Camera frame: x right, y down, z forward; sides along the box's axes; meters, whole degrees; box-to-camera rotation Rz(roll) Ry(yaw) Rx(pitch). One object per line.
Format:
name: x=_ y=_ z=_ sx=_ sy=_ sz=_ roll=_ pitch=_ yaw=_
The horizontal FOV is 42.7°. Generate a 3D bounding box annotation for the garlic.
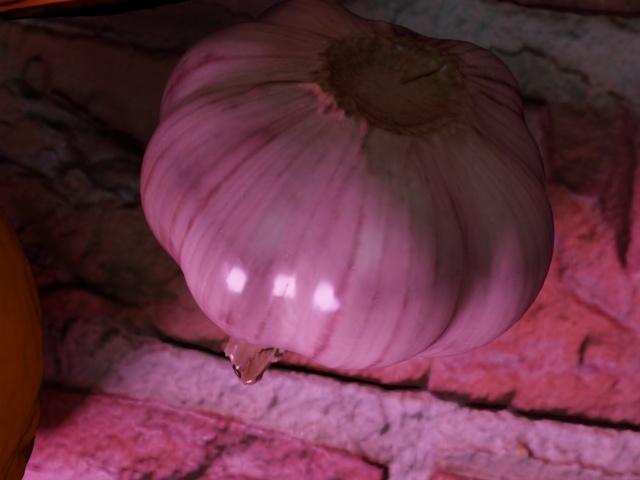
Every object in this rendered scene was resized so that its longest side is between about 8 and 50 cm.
garlic: x=0.000 y=0.000 z=0.501 sx=0.245 sy=0.245 sz=0.253 roll=33 pitch=129 yaw=8

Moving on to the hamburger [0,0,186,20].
hamburger: x=-0.117 y=-0.219 z=0.460 sx=0.302 sy=0.302 sz=0.170 roll=-7 pitch=106 yaw=8

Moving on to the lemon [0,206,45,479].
lemon: x=-0.332 y=0.070 z=0.458 sx=0.350 sy=0.387 sz=0.349 roll=-23 pitch=55 yaw=39
